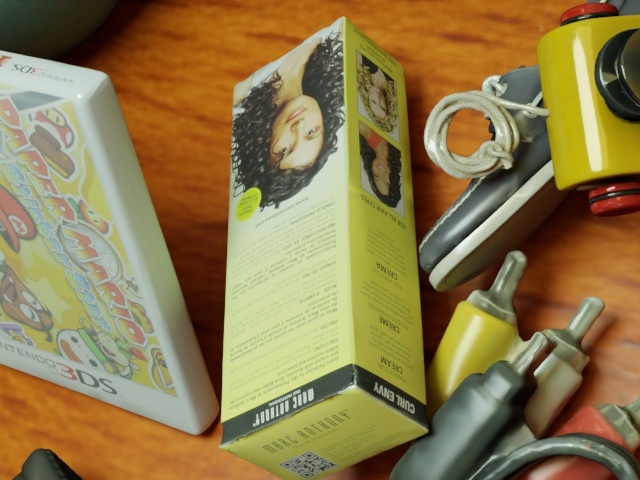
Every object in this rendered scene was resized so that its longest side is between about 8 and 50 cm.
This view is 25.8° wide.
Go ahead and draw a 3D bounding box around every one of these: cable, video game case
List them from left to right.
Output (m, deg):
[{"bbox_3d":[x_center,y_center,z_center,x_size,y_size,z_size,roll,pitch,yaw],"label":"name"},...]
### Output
[{"bbox_3d":[-0.164,-0.006,0.737,0.206,0.227,0.026,15,46,30],"label":"video game case"},{"bbox_3d":[0.050,0.148,0.672,0.139,0.072,0.287,45,103,26],"label":"cable"}]

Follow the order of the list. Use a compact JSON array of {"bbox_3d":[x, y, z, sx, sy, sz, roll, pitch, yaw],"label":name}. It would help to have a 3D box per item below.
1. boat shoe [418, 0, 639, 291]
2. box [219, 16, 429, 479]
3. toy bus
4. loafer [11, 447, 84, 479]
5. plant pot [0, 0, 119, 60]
[{"bbox_3d":[0.112,-0.061,0.705,0.065,0.075,0.206,42,81,14],"label":"boat shoe"},{"bbox_3d":[0.000,0.000,0.710,0.087,0.058,0.232,-29,45,31],"label":"box"},{"bbox_3d":[0.182,-0.073,0.621,0.191,0.104,0.202,38,76,1],"label":"toy bus"},{"bbox_3d":[-0.119,0.187,0.679,0.078,0.080,0.220,-42,30,-4],"label":"loafer"},{"bbox_3d":[-0.222,-0.214,0.867,0.290,0.195,0.290,-10,64,21],"label":"plant pot"}]
